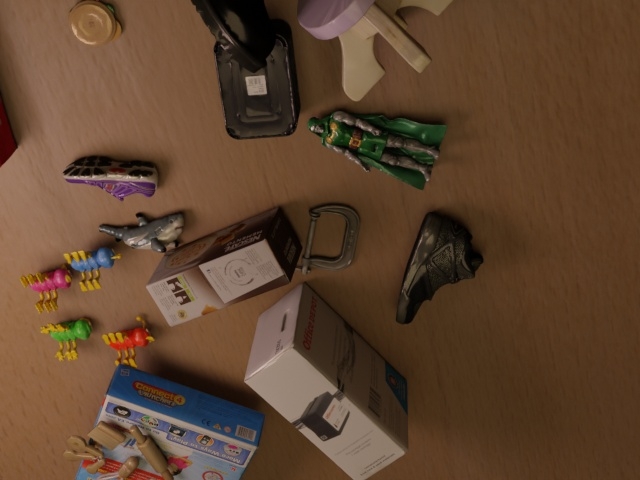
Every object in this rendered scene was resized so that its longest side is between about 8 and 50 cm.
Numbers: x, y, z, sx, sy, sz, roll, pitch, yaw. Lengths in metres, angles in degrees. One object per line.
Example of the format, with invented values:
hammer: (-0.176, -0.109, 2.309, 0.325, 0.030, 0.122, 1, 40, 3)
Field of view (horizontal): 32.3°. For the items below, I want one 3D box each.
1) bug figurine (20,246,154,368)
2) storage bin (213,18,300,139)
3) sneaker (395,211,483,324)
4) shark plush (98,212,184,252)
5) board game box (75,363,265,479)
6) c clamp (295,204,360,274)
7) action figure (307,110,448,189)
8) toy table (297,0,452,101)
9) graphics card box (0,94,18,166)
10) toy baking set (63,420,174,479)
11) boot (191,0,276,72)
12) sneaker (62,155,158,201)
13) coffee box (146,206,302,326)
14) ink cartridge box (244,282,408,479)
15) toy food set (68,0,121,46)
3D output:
bug figurine: (-0.441, 0.120, 2.092, 0.216, 0.072, 0.279, -7, 123, 15)
storage bin: (-0.104, -0.269, 1.849, 0.122, 0.084, 0.180, -3, 119, 6)
sneaker: (0.216, 0.069, 2.008, 0.130, 0.087, 0.227, 20, 113, 0)
shark plush: (-0.326, -0.020, 2.036, 0.161, 0.073, 0.067, 5, 100, 25)
board game box: (-0.302, 0.412, 2.195, 0.308, 0.086, 0.302, 21, 132, -7)
c clamp: (0.000, 0.000, 2.023, 0.137, 0.022, 0.160, 15, 119, -4)
action figure: (0.088, -0.168, 1.907, 0.232, 0.063, 0.137, 17, 122, -1)
toy table: (0.083, -0.354, 1.689, 0.161, 0.274, 0.252, 37, 119, -23)
graphics card box: (-0.742, -0.224, 1.915, 0.371, 0.094, 0.233, -5, 118, 8)
toy baking set: (-0.387, 0.437, 2.158, 0.197, 0.030, 0.256, -14, 126, 25)
boot: (-0.089, -0.458, 1.673, 0.260, 0.131, 0.348, -25, 92, 17)
sneaker: (-0.376, -0.103, 1.971, 0.170, 0.068, 0.071, 7, 124, 0)
coffee box: (-0.170, 0.047, 1.985, 0.246, 0.141, 0.098, -21, 112, 19)
ink cartridge box: (0.018, 0.262, 2.050, 0.129, 0.223, 0.307, -37, 110, 22)
toy food set: (-0.381, -0.366, 1.852, 0.083, 0.020, 0.082, -17, 116, 13)
